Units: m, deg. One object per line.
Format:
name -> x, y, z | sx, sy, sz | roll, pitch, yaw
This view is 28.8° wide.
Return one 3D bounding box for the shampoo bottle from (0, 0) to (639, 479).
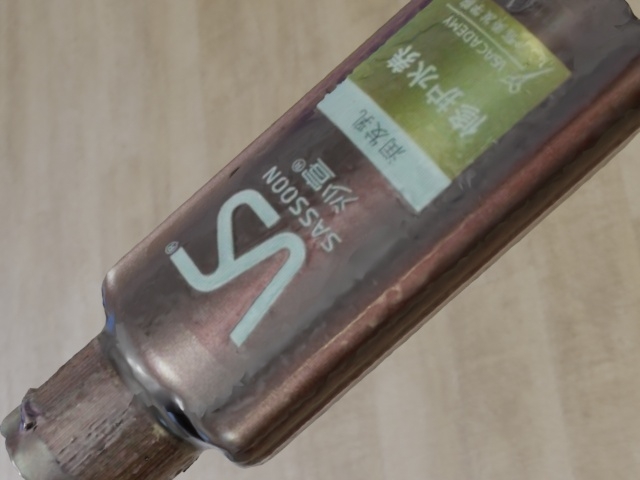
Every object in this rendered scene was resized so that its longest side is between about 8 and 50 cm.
shampoo bottle -> 0.000, 0.000, 0.557 | 0.323, 0.084, 0.129 | -40, 57, 1
